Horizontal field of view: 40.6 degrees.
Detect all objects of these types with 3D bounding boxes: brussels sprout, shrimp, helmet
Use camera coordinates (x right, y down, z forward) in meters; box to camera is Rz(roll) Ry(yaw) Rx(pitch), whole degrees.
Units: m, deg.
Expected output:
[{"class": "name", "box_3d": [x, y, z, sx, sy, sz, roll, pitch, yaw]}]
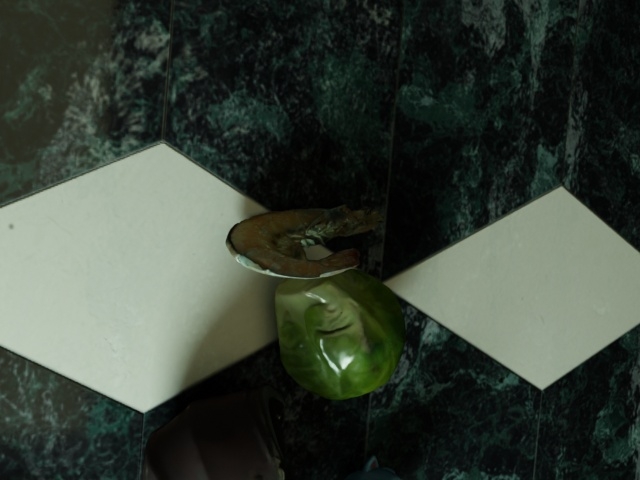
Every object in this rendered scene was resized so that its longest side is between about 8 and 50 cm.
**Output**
[{"class": "brussels sprout", "box_3d": [0.026, 0.111, 1.113, 0.161, 0.144, 0.181, -15, 112, 11]}, {"class": "shrimp", "box_3d": [-0.001, 0.002, 1.096, 0.251, 0.143, 0.052, -17, 131, -34]}, {"class": "helmet", "box_3d": [-0.115, 0.322, 1.014, 0.177, 0.225, 0.305, -5, 100, -3]}]

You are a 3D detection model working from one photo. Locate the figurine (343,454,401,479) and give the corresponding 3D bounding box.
[{"class": "figurine", "box_3d": [0.064, 0.383, 1.147, 0.178, 0.144, 0.114, -37, 118, -35]}]
